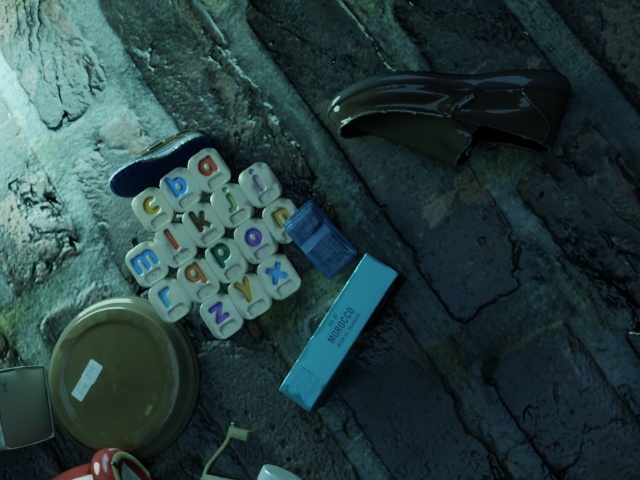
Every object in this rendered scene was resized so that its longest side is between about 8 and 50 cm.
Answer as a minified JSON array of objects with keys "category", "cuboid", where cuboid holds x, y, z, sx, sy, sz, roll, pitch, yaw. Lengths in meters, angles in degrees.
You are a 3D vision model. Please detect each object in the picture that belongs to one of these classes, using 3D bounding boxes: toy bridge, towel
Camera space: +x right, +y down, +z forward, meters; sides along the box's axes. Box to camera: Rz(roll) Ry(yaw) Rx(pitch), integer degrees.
[{"category":"toy bridge","cuboid":[-0.156,0.382,1.336,0.063,0.026,0.188,9,85,16]},{"category":"towel","cuboid":[0.000,0.000,1.332,0.067,0.029,0.119,-41,85,2]}]

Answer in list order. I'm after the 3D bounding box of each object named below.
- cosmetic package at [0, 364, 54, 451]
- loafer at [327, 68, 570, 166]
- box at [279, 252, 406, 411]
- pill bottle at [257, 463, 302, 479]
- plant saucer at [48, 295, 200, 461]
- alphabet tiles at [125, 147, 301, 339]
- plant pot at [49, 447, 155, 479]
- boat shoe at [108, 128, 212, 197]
[{"category":"cosmetic package","cuboid":[-0.616,0.301,1.398,0.296,0.153,0.129,-14,82,13]},{"category":"loafer","cuboid":[0.188,-0.179,1.263,0.365,0.134,0.130,-2,82,14]},{"category":"box","cuboid":[0.037,0.140,1.280,0.060,0.100,0.244,33,92,14]},{"category":"pill bottle","cuboid":[-0.089,0.433,1.278,0.094,0.094,0.169,23,89,16]},{"category":"plant saucer","cuboid":[-0.334,0.230,1.393,0.277,0.041,0.278,-2,84,14]},{"category":"alphabet tiles","cuboid":[-0.169,0.004,1.371,0.284,0.021,0.278,-35,85,3]},{"category":"plant pot","cuboid":[-0.343,0.431,1.293,0.174,0.191,0.191,-37,76,4]},{"category":"boat shoe","cuboid":[-0.268,-0.130,1.406,0.183,0.066,0.066,-24,34,-4]}]
